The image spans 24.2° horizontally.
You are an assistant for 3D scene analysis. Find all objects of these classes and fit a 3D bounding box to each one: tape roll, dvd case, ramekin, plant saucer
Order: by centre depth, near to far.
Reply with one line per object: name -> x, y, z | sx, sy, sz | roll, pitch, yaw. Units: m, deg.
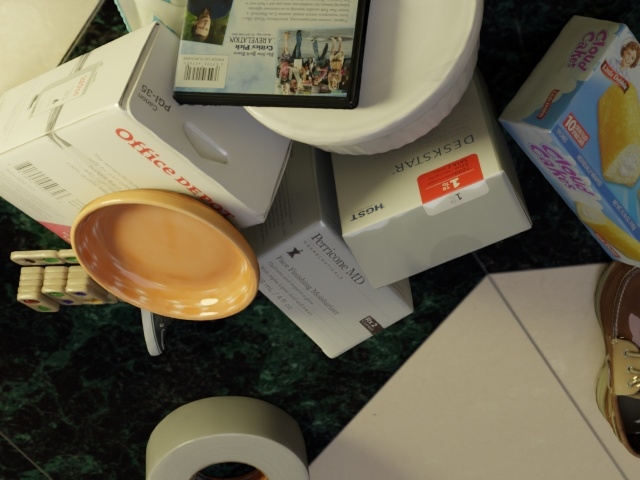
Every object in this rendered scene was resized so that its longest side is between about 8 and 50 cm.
dvd case -> -0.038, -0.248, 1.426 | 0.180, 0.253, 0.022 | 3, 166, 15
ramekin -> 0.036, -0.209, 1.476 | 0.273, 0.272, 0.127 | -19, 161, 9
plant saucer -> -0.156, 0.010, 1.529 | 0.200, 0.037, 0.200 | 11, 143, 8
tape roll -> -0.125, 0.309, 2.005 | 0.219, 0.072, 0.219 | -3, 131, -4

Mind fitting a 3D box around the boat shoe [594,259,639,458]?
boat shoe -> 0.419, 0.149, 1.902 | 0.123, 0.116, 0.324 | -10, 130, 2

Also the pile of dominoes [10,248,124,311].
pile of dominoes -> -0.212, 0.056, 1.684 | 0.251, 0.040, 0.196 | -2, 162, 17

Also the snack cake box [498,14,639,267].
snack cake box -> 0.331, -0.104, 1.655 | 0.152, 0.089, 0.264 | -53, 125, -11

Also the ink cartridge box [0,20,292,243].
ink cartridge box -> -0.199, -0.090, 1.558 | 0.283, 0.117, 0.207 | -15, 137, 44

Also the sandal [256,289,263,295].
sandal -> -0.087, 0.039, 1.811 | 0.179, 0.040, 0.067 | -3, 137, -23

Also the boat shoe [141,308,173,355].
boat shoe -> -0.198, 0.084, 1.825 | 0.040, 0.049, 0.142 | -5, 128, -3

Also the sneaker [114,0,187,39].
sneaker -> -0.151, -0.237, 1.538 | 0.092, 0.087, 0.228 | -18, 131, 7

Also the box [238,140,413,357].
box -> 0.000, 0.000, 1.689 | 0.119, 0.182, 0.181 | -32, 126, 20

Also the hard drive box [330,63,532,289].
hard drive box -> 0.111, -0.080, 1.602 | 0.181, 0.232, 0.089 | -23, 129, 11
